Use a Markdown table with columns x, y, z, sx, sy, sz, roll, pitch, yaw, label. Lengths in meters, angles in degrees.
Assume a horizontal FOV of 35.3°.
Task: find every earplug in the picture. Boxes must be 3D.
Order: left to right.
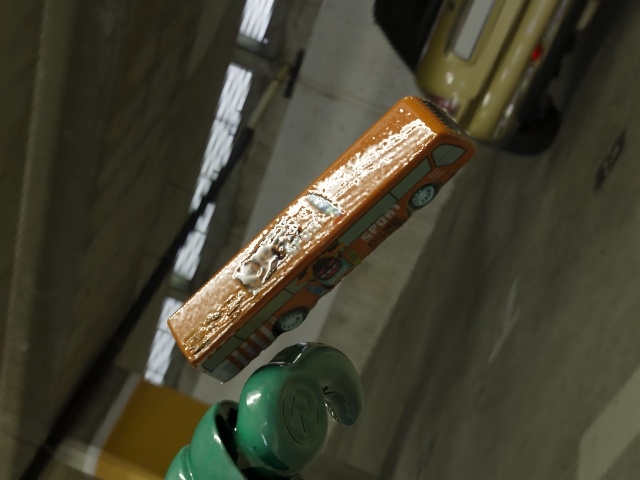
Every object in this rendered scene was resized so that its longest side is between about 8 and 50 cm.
| x | y | z | sx | sy | sz | roll | pitch | yaw | label |
| --- | --- | --- | --- | --- | --- | --- | --- | --- | --- |
| -0.071 | 0.243 | 1.196 | 0.280 | 0.164 | 0.257 | -40 | 7 | 2 | earplug |

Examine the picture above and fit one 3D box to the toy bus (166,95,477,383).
| x | y | z | sx | sy | sz | roll | pitch | yaw | label |
| --- | --- | --- | --- | --- | --- | --- | --- | --- | --- |
| 0.000 | 0.000 | 1.154 | 0.409 | 0.093 | 0.092 | -43 | -36 | 8 | toy bus |
